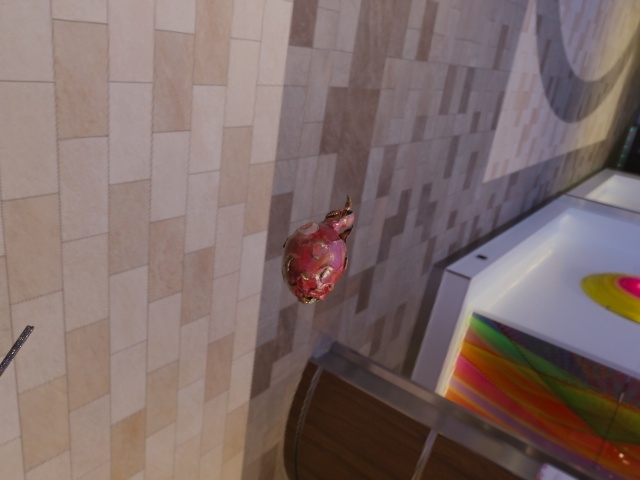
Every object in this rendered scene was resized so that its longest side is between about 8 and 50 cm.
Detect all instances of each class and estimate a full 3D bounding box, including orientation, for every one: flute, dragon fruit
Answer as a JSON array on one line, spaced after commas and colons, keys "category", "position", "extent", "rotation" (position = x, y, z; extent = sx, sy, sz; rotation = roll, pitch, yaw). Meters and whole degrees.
[{"category": "flute", "position": [-0.552, 0.253, 0.861], "extent": [0.269, 0.014, 0.014], "rotation": [-57, 147, -4]}, {"category": "dragon fruit", "position": [0.000, 0.000, 0.750], "extent": [0.094, 0.094, 0.190], "rotation": [70, 35, -47]}]
